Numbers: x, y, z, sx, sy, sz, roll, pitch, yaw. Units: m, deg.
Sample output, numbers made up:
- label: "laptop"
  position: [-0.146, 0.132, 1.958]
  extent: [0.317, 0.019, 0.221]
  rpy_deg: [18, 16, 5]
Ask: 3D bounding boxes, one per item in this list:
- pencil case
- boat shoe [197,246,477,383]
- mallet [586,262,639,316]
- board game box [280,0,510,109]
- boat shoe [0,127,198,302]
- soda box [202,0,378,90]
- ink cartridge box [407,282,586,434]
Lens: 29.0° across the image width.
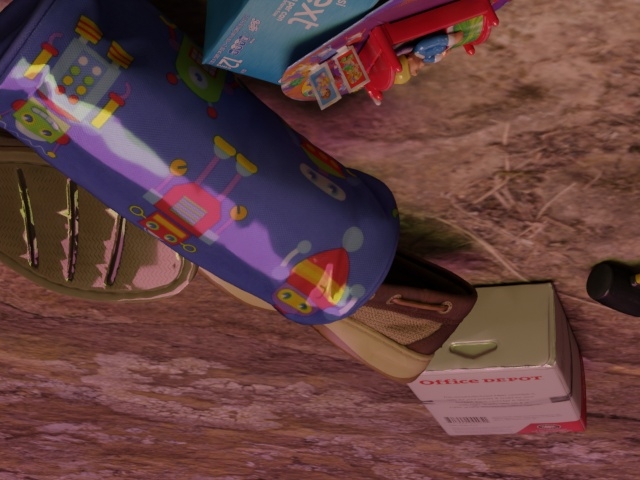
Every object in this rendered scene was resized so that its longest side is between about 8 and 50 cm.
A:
- label: "pencil case"
  position: [-0.082, -0.062, 0.813]
  extent: [0.306, 0.133, 0.119]
  rpy_deg: [35, 131, -27]
- label: "boat shoe"
  position: [0.000, 0.000, 1.036]
  extent: [0.342, 0.123, 0.123]
  rpy_deg: [34, 112, -30]
- label: "mallet"
  position: [0.310, 0.014, 1.088]
  extent: [0.062, 0.039, 0.189]
  rpy_deg: [16, 148, -19]
- label: "board game box"
  position: [0.060, -0.114, 0.750]
  extent: [0.169, 0.033, 0.133]
  rpy_deg: [-29, 169, 24]
- label: "boat shoe"
  position: [-0.221, -0.038, 0.932]
  extent: [0.302, 0.103, 0.113]
  rpy_deg: [15, 116, 11]
- label: "soda box"
  position: [0.002, -0.168, 0.694]
  extent: [0.067, 0.071, 0.210]
  rpy_deg: [13, 153, -23]
- label: "ink cartridge box"
  position: [0.180, 0.128, 1.275]
  extent: [0.159, 0.092, 0.218]
  rpy_deg: [-5, 155, 18]
